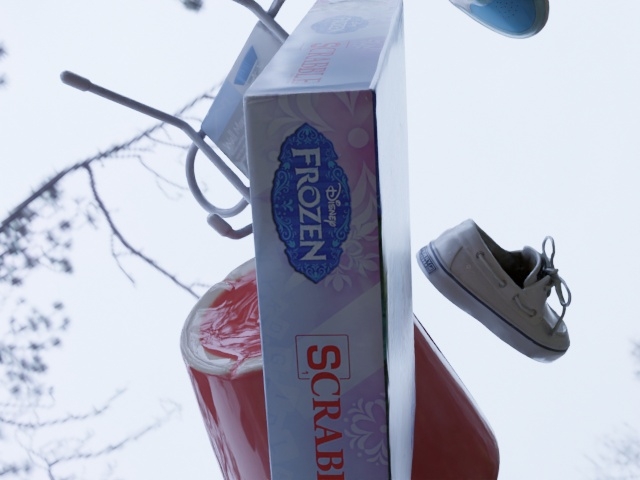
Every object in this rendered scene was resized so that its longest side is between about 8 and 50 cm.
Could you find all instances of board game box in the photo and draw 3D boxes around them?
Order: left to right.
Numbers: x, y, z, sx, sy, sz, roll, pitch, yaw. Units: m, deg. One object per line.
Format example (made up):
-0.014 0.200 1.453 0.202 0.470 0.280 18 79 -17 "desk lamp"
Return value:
0.019 0.031 0.743 0.066 0.318 0.318 -1 -70 7 "board game box"

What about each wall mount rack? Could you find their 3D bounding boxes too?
-0.133 -0.181 1.426 0.130 0.304 0.350 -25 -24 -51 "wall mount rack"

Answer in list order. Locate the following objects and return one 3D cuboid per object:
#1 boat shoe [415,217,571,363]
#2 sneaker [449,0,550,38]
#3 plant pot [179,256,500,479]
0.312 0.062 1.883 0.156 0.136 0.367 -41 -51 18 "boat shoe"
0.169 -0.360 1.599 0.319 0.208 0.127 43 -57 -10 "sneaker"
0.006 0.148 1.147 0.275 0.275 0.243 -32 -61 -14 "plant pot"
